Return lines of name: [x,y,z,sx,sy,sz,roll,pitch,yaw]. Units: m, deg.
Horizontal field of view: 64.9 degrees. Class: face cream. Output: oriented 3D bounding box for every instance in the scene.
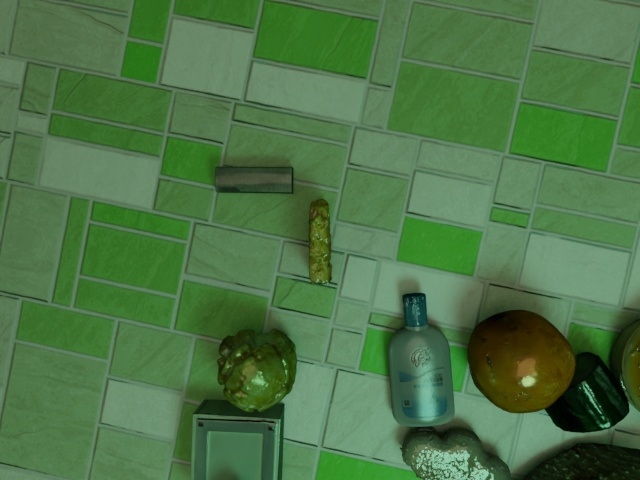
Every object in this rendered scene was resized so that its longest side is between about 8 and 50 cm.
face cream: [0.257,0.306,1.307,0.163,0.080,0.337,-4,92,4]

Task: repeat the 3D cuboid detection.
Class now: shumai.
shumai: [0.698,0.719,1.209,0.397,0.324,0.323,-21,105,7]

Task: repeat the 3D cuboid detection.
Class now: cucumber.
cucumber: [0.645,0.383,1.246,0.191,0.191,0.130,-33,84,3]

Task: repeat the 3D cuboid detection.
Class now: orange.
orange: [0.474,0.289,1.216,0.246,0.246,0.246,0,92,3]

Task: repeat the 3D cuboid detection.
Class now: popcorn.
popcorn: [-0.153,0.324,1.260,0.183,0.221,0.204,14,94,26]

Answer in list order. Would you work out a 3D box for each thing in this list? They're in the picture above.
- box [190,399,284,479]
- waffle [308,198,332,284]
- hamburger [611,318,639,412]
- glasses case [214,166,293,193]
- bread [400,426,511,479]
box: [-0.214,0.551,1.320,0.225,0.117,0.225,2,92,3]
waffle: [0.000,0.000,1.272,0.055,0.160,0.211,0,92,3]
hamburger: [0.880,0.317,1.230,0.300,0.176,0.300,0,91,4]
glasses case: [-0.175,-0.161,1.333,0.204,0.047,0.071,1,93,2]
bread: [0.373,0.600,1.304,0.337,0.102,0.183,44,89,3]
